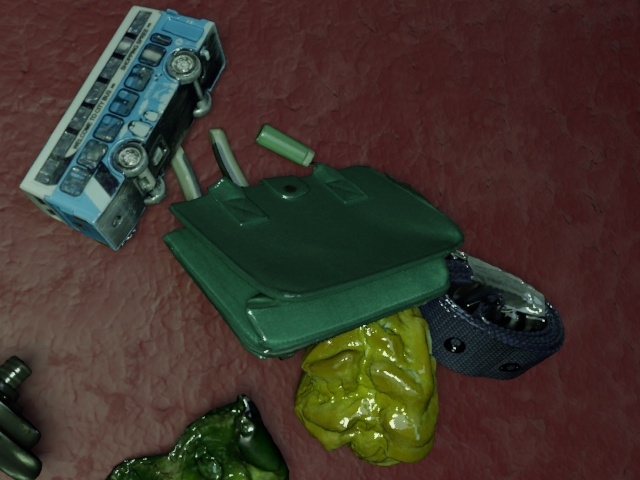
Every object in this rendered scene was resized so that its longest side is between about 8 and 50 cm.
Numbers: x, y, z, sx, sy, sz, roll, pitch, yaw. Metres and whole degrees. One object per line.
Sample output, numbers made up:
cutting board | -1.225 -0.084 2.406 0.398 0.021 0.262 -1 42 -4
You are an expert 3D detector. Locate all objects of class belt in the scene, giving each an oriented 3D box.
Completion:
belt | 0.220 0.117 1.042 0.230 0.126 0.140 20 46 -17

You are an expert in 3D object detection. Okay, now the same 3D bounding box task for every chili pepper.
chili pepper | -0.165 0.313 0.873 0.264 0.116 0.148 -39 107 -22

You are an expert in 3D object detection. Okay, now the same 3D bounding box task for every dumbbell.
dumbbell | -0.408 0.233 0.741 0.192 0.192 0.290 44 68 -8

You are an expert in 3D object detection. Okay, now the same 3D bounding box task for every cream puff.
cream puff | 0.056 0.187 0.925 0.194 0.194 0.221 -13 111 -23

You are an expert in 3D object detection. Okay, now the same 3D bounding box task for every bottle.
bottle | -0.049 -0.133 1.034 0.083 0.030 0.030 26 72 -15

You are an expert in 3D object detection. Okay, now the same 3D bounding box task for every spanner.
spanner | -0.107 0.007 0.981 0.095 0.040 0.325 -22 87 -22

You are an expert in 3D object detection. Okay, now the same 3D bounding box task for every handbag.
handbag | 0.001 0.000 0.901 0.326 0.089 0.238 -17 45 -38

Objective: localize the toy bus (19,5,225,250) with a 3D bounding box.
toy bus | -0.234 -0.146 0.913 0.131 0.106 0.297 21 71 11
